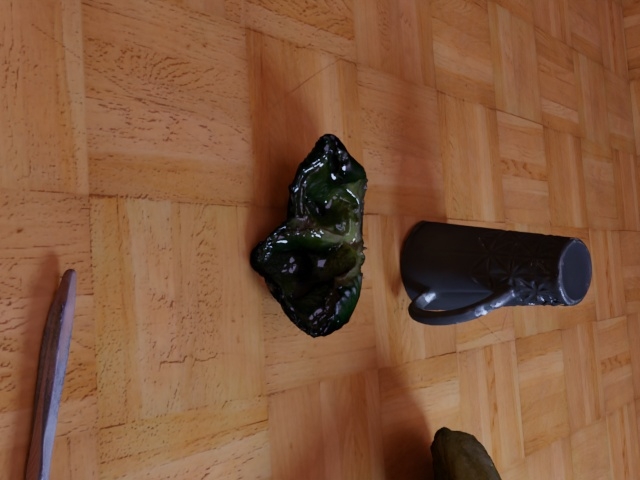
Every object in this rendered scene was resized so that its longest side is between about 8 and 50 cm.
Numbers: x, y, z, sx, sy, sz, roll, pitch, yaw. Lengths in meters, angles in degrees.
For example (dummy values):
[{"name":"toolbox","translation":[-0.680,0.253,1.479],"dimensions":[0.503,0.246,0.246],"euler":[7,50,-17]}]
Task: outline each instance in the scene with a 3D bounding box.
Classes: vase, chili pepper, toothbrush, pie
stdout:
[{"name":"vase","translation":[0.273,0.053,1.140],"dimensions":[0.251,0.301,0.156],"euler":[-46,119,-32]},{"name":"chili pepper","translation":[-0.007,0.004,0.962],"dimensions":[0.148,0.116,0.264],"euler":[28,64,-57]},{"name":"toothbrush","translation":[-0.270,0.211,0.671],"dimensions":[0.037,0.028,0.375],"euler":[21,70,-52]},{"name":"pie","translation":[0.235,0.432,1.073],"dimensions":[0.323,0.070,0.323],"euler":[169,-90,-86]}]
